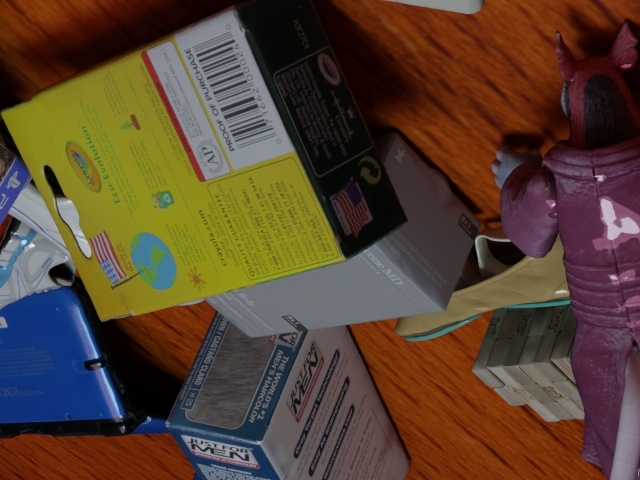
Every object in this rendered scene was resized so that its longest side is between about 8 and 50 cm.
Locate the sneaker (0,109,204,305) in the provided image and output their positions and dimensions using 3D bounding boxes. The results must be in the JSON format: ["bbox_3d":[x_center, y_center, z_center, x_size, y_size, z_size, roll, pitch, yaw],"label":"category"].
[{"bbox_3d":[-0.196,-0.025,1.708,0.258,0.094,0.091,28,155,-11],"label":"sneaker"}]

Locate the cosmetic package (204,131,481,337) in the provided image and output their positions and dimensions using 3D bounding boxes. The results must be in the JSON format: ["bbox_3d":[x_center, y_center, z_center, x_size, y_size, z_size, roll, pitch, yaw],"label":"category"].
[{"bbox_3d":[0.000,0.000,1.613,0.238,0.107,0.127,-9,136,48],"label":"cosmetic package"}]

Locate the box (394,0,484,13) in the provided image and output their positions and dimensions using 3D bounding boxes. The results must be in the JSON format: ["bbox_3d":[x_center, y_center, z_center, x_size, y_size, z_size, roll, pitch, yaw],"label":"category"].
[{"bbox_3d":[0.031,-0.260,1.122,0.149,0.127,0.232,12,150,16],"label":"box"}]

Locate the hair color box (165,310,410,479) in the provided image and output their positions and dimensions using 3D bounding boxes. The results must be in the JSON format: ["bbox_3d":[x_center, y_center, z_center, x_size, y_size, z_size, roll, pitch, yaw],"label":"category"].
[{"bbox_3d":[-0.022,0.199,1.892,0.105,0.174,0.347,10,149,23],"label":"hair color box"}]

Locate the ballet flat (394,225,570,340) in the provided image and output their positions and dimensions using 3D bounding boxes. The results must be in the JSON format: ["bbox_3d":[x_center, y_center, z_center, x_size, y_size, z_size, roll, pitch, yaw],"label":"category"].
[{"bbox_3d":[0.138,0.027,1.618,0.232,0.080,0.073,-18,105,46],"label":"ballet flat"}]

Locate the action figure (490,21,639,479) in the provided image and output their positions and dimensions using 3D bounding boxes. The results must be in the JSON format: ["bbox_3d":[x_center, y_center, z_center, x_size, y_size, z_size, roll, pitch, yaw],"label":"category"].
[{"bbox_3d":[0.210,0.034,1.352,0.248,0.276,0.370,-10,107,31],"label":"action figure"}]

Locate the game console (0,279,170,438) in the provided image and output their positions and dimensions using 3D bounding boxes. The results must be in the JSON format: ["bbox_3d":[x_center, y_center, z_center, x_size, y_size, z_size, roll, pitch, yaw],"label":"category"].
[{"bbox_3d":[-0.272,0.135,2.103,0.293,0.173,0.250,-7,110,40],"label":"game console"}]

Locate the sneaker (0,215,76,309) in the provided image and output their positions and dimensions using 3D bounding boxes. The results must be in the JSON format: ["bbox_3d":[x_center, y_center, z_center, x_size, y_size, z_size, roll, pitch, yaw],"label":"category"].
[{"bbox_3d":[-0.285,0.033,1.898,0.083,0.071,0.191,22,152,-13],"label":"sneaker"}]

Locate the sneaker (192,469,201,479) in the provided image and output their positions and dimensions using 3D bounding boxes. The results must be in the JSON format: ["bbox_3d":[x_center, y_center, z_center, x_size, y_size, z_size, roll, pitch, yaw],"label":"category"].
[{"bbox_3d":[-0.046,0.329,2.142,0.130,0.147,0.330,-3,154,37],"label":"sneaker"}]

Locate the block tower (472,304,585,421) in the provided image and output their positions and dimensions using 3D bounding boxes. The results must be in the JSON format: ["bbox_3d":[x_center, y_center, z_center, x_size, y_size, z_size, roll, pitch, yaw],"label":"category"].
[{"bbox_3d":[0.286,0.076,1.563,0.335,0.097,0.091,-9,139,46],"label":"block tower"}]

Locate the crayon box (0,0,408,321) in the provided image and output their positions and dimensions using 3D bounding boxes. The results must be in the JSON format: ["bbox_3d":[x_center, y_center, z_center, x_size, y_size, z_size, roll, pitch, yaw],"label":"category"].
[{"bbox_3d":[-0.099,-0.061,1.503,0.318,0.081,0.202,-14,103,47],"label":"crayon box"}]

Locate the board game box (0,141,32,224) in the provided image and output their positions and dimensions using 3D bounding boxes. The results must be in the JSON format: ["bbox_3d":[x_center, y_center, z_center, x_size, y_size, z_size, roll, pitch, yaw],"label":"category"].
[{"bbox_3d":[-0.410,-0.044,1.535,0.141,0.232,0.291,22,166,37],"label":"board game box"}]
